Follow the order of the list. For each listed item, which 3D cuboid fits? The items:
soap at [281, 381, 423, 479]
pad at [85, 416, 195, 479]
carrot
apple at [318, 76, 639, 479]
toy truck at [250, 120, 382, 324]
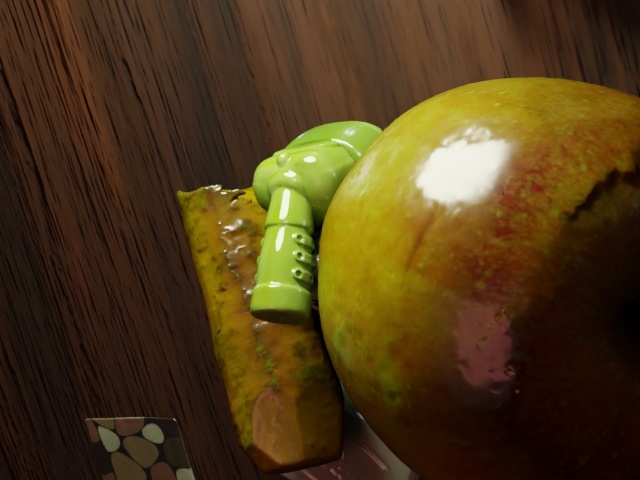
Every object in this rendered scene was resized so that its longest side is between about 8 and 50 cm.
[{"bbox_3d":[0.032,0.211,1.536,0.183,0.064,0.121,27,120,26],"label":"soap"},{"bbox_3d":[-0.195,0.320,1.792,0.158,0.003,0.235,-6,103,39],"label":"pad"},{"bbox_3d":[-0.056,0.078,1.476,0.114,0.114,0.301,-27,74,41],"label":"carrot"},{"bbox_3d":[0.181,0.051,1.217,0.384,0.374,0.374,34,137,-27],"label":"apple"},{"bbox_3d":[0.007,-0.018,1.386,0.148,0.211,0.187,-5,87,39],"label":"toy truck"}]
